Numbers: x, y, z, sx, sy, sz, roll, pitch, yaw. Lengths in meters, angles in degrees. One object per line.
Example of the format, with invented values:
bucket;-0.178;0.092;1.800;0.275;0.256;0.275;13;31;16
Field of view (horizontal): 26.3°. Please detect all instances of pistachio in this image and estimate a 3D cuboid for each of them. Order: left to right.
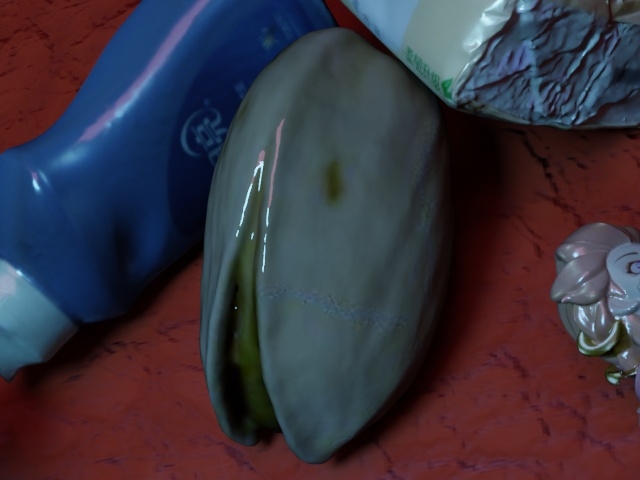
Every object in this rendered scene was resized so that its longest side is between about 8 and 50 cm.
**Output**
pistachio;0.000;0.000;0.745;0.138;0.153;0.238;4;85;35

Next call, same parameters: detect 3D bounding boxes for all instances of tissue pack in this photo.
tissue pack;0.090;-0.157;0.795;0.222;0.186;0.090;53;126;38

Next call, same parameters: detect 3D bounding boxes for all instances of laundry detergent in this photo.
laundry detergent;-0.107;-0.042;0.816;0.094;0.143;0.290;33;77;32

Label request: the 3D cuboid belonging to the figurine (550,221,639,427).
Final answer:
figurine;0.177;0.046;0.670;0.126;0.114;0.157;-18;10;-35
